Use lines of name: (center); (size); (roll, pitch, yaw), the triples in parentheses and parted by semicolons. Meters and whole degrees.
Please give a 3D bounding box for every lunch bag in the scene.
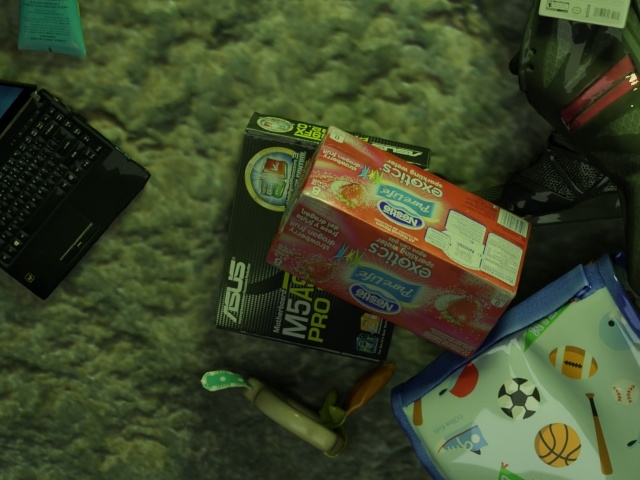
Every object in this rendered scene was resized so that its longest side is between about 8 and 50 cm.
lunch bag: (0.318, 0.219, 1.766); (0.328, 0.239, 0.385); (-36, 113, 24)

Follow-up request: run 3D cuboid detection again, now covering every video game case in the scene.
video game case: (0.268, -0.275, 1.498); (0.087, 0.011, 0.122); (13, 100, 20)

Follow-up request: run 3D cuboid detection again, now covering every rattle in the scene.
rattle: (-0.034, 0.168, 1.885); (0.200, 0.130, 0.142); (34, 107, 21)

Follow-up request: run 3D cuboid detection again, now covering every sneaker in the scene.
sneaker: (0.254, -0.082, 1.717); (0.228, 0.087, 0.130); (-8, 97, 25)
sneaker: (0.309, -0.164, 1.596); (0.202, 0.185, 0.482); (-12, 90, 26)

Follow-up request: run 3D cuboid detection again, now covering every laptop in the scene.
laptop: (-0.381, -0.056, 1.788); (0.264, 0.136, 0.234); (39, 115, -11)

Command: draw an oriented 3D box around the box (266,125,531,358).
box: (0.086, 0.002, 1.672); (0.257, 0.128, 0.122); (25, 132, -5)

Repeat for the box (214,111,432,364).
box: (0.000, 0.000, 1.802); (0.216, 0.060, 0.270); (12, 116, 2)

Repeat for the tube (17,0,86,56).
tube: (-0.307, -0.304, 1.711); (0.080, 0.052, 0.207); (9, 122, 9)
